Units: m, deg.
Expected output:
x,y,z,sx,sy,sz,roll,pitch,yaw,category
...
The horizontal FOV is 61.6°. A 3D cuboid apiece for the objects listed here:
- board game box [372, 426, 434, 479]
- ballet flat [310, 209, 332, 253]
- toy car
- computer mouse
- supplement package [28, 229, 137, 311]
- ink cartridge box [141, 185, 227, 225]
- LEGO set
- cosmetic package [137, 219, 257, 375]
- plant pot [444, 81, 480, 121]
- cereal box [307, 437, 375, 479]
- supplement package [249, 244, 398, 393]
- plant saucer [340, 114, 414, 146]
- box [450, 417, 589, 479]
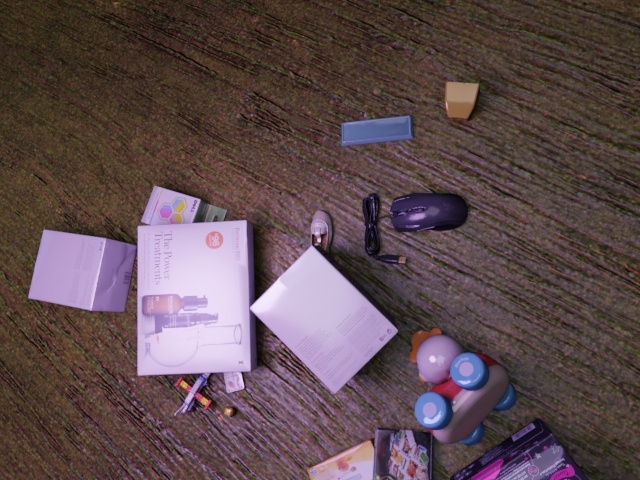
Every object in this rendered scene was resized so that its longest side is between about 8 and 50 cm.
x,y,z,sx,sy,sz,roll,pitch,yaw,category
0.184,0.562,1.208,0.136,0.030,0.259,7,72,-3,board game box
0.000,0.000,1.375,0.057,0.052,0.168,-3,80,15,ballet flat
0.274,0.303,1.205,0.210,0.219,0.238,-49,44,3,toy car
0.224,-0.033,1.317,0.262,0.060,0.183,2,80,15,computer mouse
-0.650,0.086,1.482,0.203,0.149,0.194,8,83,16,supplement package
-0.376,-0.069,1.481,0.210,0.062,0.108,18,85,17,ink cartridge box
-0.298,0.345,1.394,0.183,0.060,0.244,-18,74,12,LEGO set
-0.313,0.145,1.367,0.285,0.097,0.376,-3,82,1,cosmetic package
0.348,-0.340,1.329,0.082,0.081,0.083,8,95,16,plant pot
0.096,0.610,1.248,0.173,0.047,0.240,-29,74,6,cereal box
0.014,0.169,1.241,0.263,0.198,0.199,45,94,4,supplement package
0.146,-0.289,1.404,0.192,0.018,0.067,-3,80,13,plant saucer
0.413,0.513,1.122,0.247,0.163,0.142,-37,77,7,box
